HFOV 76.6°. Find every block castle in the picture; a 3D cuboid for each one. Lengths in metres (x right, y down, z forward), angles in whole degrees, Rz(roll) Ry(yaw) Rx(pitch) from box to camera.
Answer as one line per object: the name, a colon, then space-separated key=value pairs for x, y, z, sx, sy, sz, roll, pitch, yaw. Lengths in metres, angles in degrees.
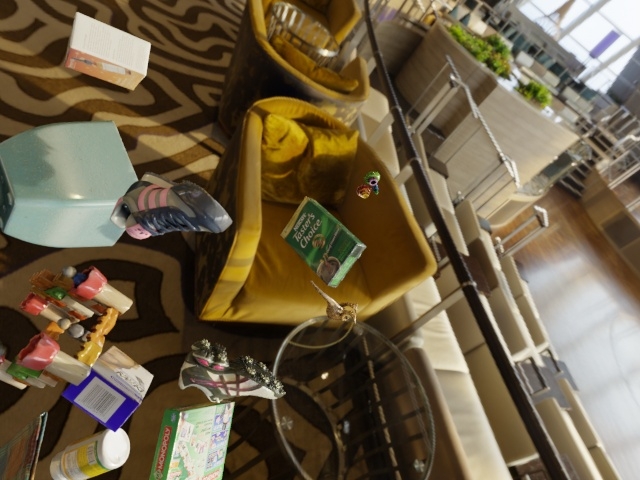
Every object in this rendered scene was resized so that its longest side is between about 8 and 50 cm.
block castle: x=-0.793 y=0.247 z=1.169 sx=0.213 sy=0.452 sz=0.303 roll=49 pitch=42 yaw=-32

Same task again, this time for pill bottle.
pill bottle: x=-0.704 y=0.658 z=1.234 sx=0.117 sy=0.208 sz=0.118 roll=-24 pitch=90 yaw=-81

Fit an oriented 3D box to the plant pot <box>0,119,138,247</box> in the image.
plant pot: x=-0.625 y=-0.128 z=0.974 sx=0.252 sy=0.247 sz=0.247 roll=-12 pitch=73 yaw=-51

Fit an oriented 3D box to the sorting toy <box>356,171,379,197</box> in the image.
sorting toy: x=0.159 y=-0.171 z=1.304 sx=0.061 sy=0.102 sz=0.042 roll=12 pitch=47 yaw=-26

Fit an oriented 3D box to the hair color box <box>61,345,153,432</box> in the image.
hair color box: x=-0.649 y=0.450 z=1.275 sx=0.185 sy=0.339 sz=0.110 roll=42 pitch=74 yaw=-10

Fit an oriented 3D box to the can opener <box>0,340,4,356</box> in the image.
can opener: x=-0.863 y=0.187 z=0.964 sx=0.095 sy=0.076 sz=0.283 roll=-38 pitch=66 yaw=-23

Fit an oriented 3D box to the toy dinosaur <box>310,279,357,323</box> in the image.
toy dinosaur: x=0.040 y=0.182 z=1.076 sx=0.112 sy=0.212 sz=0.064 roll=3 pitch=58 yaw=10

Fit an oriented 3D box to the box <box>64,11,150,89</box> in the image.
box: x=-0.545 y=-0.476 z=1.039 sx=0.170 sy=0.130 sz=0.091 roll=10 pitch=83 yaw=-37

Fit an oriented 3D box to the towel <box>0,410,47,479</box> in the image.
towel: x=-1.014 y=0.762 z=1.316 sx=0.040 sy=0.370 sz=0.272 roll=30 pitch=29 yaw=-41

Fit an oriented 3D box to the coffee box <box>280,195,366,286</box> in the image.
coffee box: x=0.000 y=0.000 z=0.869 sx=0.040 sy=0.113 sz=0.184 roll=16 pitch=24 yaw=-52

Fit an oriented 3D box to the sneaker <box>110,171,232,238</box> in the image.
sneaker: x=-0.293 y=-0.043 z=0.774 sx=0.131 sy=0.318 sz=0.112 roll=-51 pitch=130 yaw=-23

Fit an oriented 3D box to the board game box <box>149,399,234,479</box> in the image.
board game box: x=-0.325 y=0.542 z=1.059 sx=0.046 sy=0.317 sz=0.214 roll=4 pitch=73 yaw=13

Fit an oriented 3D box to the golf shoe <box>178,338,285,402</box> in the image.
golf shoe: x=-0.223 y=0.356 z=1.039 sx=0.272 sy=0.120 sz=0.105 roll=29 pitch=1 yaw=-16
